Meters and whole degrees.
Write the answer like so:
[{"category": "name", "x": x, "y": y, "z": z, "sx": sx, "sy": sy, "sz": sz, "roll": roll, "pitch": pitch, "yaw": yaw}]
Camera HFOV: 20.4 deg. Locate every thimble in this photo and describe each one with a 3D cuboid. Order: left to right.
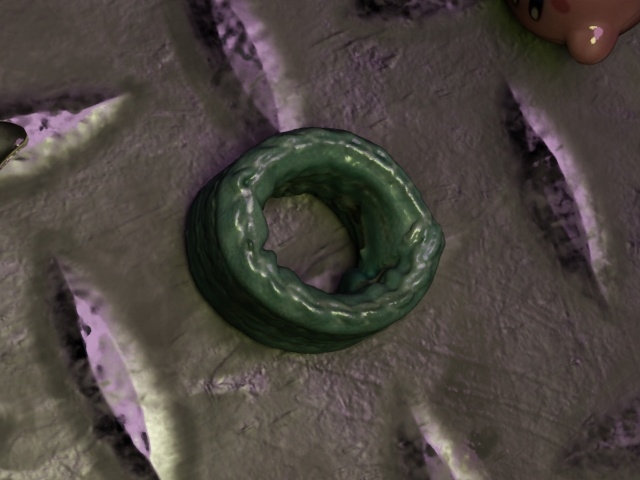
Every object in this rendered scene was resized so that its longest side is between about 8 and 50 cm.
[{"category": "thimble", "x": 0.000, "y": 0.000, "z": 1.660, "sx": 0.235, "sy": 0.143, "sz": 0.198, "roll": 15, "pitch": 73, "yaw": -17}]

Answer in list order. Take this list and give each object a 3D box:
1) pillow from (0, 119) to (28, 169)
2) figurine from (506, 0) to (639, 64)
[{"category": "pillow", "x": -0.331, "y": -0.062, "z": 1.609, "sx": 0.091, "sy": 0.055, "sz": 0.136, "roll": 33, "pitch": 68, "yaw": -6}, {"category": "figurine", "x": 0.263, "y": -0.277, "z": 1.804, "sx": 0.173, "sy": 0.173, "sz": 0.173, "roll": 4, "pitch": 76, "yaw": -18}]
